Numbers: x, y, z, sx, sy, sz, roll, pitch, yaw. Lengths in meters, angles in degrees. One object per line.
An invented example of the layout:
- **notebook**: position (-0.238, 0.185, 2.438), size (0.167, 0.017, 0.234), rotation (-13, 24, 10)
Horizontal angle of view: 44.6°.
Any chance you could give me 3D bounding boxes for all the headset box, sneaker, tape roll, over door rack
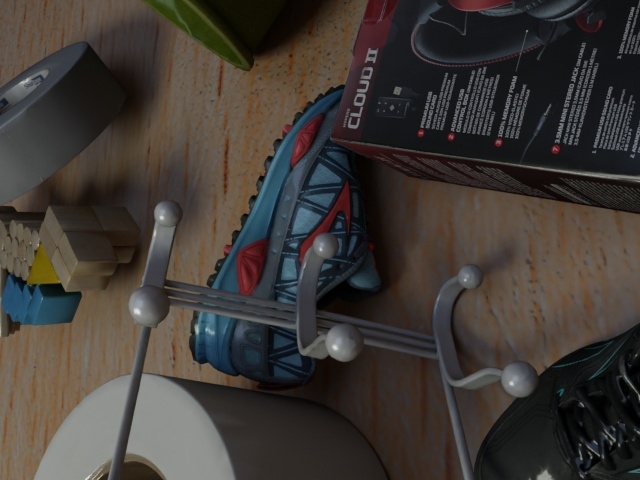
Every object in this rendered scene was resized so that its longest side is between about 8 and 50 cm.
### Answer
- **headset box**: position (0.149, -0.143, 0.524), size (0.293, 0.110, 0.218), rotation (14, 87, 42)
- **sneaker**: position (0.000, 0.000, 0.642), size (0.125, 0.104, 0.262), rotation (24, 80, 5)
- **tape roll**: position (-0.084, 0.230, 0.578), size (0.246, 0.169, 0.246), rotation (-15, 66, 37)
- **tape roll**: position (-0.330, -0.132, 0.886), size (0.219, 0.072, 0.219), rotation (-26, 30, 16)
- **sneaker**: position (0.183, 0.083, 0.439), size (0.267, 0.106, 0.101), rotation (-41, 57, 27)
- **over door rack**: position (0.000, 0.117, 0.435), size (0.108, 0.239, 0.324), rotation (114, 164, -46)

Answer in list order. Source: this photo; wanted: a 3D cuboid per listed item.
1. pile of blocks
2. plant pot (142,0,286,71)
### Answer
- **pile of blocks**: position (-0.296, 0.033, 0.870), size (0.362, 0.113, 0.149), rotation (4, 93, 49)
- **plant pot**: position (-0.101, -0.403, 0.684), size (0.353, 0.366, 0.366), rotation (-52, 50, 2)
